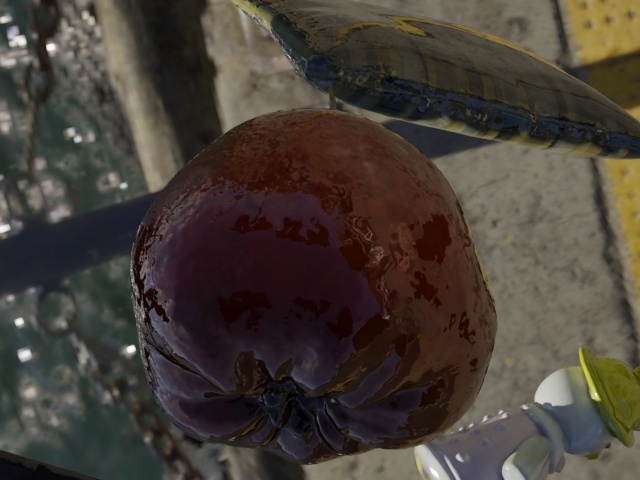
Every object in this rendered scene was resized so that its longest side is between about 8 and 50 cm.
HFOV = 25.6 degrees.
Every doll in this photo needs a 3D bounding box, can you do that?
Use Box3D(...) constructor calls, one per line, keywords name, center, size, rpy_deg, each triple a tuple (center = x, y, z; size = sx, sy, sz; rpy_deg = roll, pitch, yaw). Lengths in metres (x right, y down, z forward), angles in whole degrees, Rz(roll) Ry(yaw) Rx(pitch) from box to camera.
Box3D(name="doll", center=(0.136, 0.138, 0.940), size=(0.081, 0.207, 0.129), rpy_deg=(59, 176, -3))

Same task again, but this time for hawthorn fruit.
Box3D(name="hawthorn fruit", center=(0.002, 0.011, 0.474), size=(0.125, 0.140, 0.125), rpy_deg=(34, 165, 11))

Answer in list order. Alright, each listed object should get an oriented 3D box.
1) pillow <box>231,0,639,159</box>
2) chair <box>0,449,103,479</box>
Box3D(name="pillow", center=(0.067, -0.099, 0.821), size=(0.208, 0.212, 0.052), rpy_deg=(-128, 50, -66))
Box3D(name="chair", center=(-0.299, -0.004, 0.721), size=(0.203, 0.416, 0.240), rpy_deg=(132, 149, -65))
